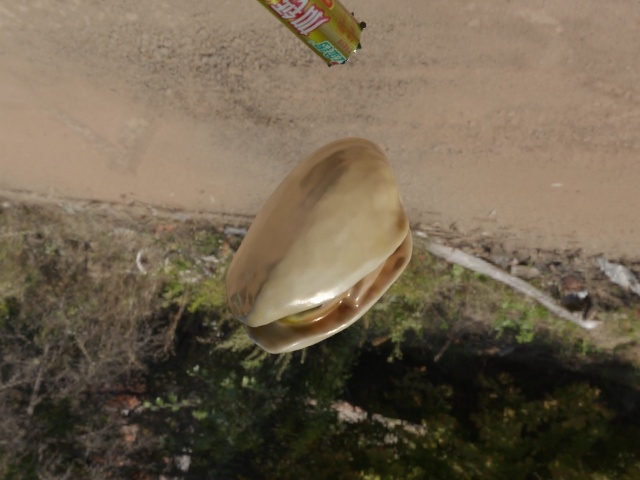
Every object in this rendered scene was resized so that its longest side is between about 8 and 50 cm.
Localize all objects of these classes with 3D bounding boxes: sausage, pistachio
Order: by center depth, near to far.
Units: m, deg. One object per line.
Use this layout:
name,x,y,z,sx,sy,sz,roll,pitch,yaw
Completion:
sausage,-0.069,-0.321,0.730,0.082,0.082,0.371,-3,164,34
pistachio,0.000,0.000,0.839,0.213,0.318,0.194,22,147,31
